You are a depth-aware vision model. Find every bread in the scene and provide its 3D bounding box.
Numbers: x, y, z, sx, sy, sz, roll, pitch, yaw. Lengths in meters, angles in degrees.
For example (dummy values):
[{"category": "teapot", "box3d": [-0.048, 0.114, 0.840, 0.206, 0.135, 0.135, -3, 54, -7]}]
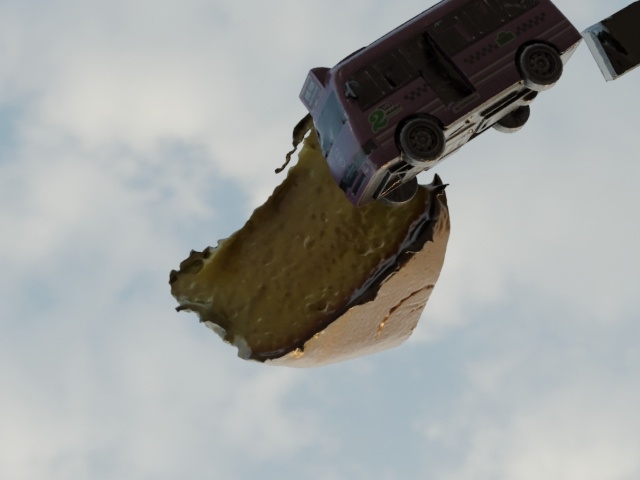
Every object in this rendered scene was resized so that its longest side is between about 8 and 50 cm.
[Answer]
[{"category": "bread", "box3d": [0.000, 0.000, 1.132, 0.169, 0.140, 0.160, -10, -46, -55]}]

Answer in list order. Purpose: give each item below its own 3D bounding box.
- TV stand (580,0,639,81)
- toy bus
[{"category": "TV stand", "box3d": [0.334, -0.210, 1.301, 0.256, 0.040, 0.049, -29, -84, -2]}, {"category": "toy bus", "box3d": [0.077, -0.101, 1.061, 0.178, 0.087, 0.098, -33, -100, -21]}]
